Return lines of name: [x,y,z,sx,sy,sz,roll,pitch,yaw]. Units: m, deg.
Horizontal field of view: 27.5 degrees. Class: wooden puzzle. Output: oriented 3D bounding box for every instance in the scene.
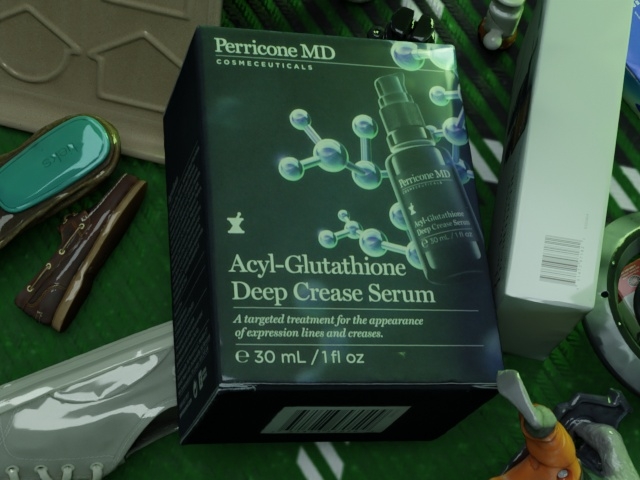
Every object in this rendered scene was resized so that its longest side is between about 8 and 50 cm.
wooden puzzle: [-0.264,-0.283,1.528,0.322,0.080,0.348,14,118,9]

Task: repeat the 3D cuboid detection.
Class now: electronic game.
electronic game: [0.381,0.075,1.419,0.229,0.048,0.229,8,66,-18]

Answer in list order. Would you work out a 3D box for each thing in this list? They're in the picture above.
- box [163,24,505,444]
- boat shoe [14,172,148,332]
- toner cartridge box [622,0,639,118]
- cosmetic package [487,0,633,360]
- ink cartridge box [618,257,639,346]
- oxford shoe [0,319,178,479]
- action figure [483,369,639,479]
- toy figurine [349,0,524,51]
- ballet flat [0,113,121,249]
box: [0.000,0.000,1.386,0.293,0.212,0.395,1,66,-17]
boat shoe: [-0.280,0.004,1.525,0.073,0.073,0.207,30,77,7]
toner cartridge box: [0.400,-0.274,1.583,0.165,0.075,0.348,-33,76,-6]
cosmetic package: [0.251,-0.081,1.425,0.097,0.284,0.377,9,74,5]
ink cartridge box: [0.401,0.080,1.492,0.099,0.056,0.135,-29,76,-7]
oxford shoe: [-0.300,0.220,1.423,0.449,0.169,0.130,-22,76,-10]
action figure: [0.208,0.302,1.329,0.341,0.330,0.178,-57,40,7]
toy figurine: [0.135,-0.301,1.569,0.209,0.148,0.213,-22,73,-11]
ballet flat: [-0.382,-0.037,1.513,0.342,0.124,0.116,-31,80,-6]
